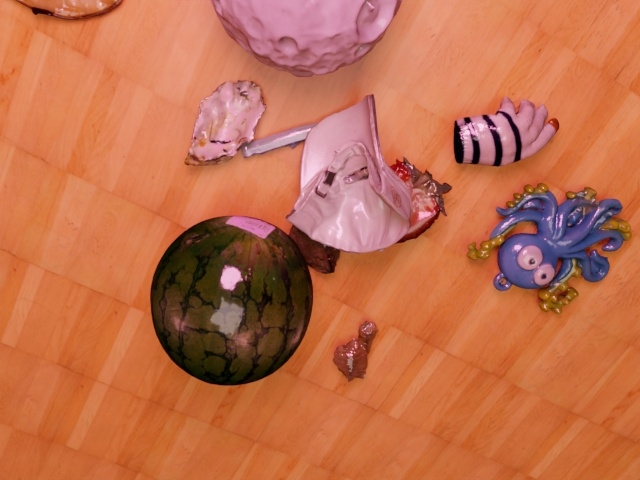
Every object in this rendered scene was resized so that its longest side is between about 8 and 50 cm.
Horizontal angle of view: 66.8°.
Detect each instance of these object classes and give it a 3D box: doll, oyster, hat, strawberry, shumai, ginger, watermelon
[{"bbox_3d":[0.555,0.019,1.140,0.341,0.099,0.346,-39,111,14],"label":"doll"},{"bbox_3d":[-0.194,-0.240,1.027,0.133,0.072,0.209,19,90,-3],"label":"oyster"},{"bbox_3d":[0.077,-0.135,0.985,0.168,0.258,0.301,16,71,-42],"label":"hat"},{"bbox_3d":[0.171,-0.063,1.088,0.174,0.098,0.228,33,109,-3],"label":"strawberry"},{"bbox_3d":[-0.002,0.012,1.129,0.123,0.105,0.139,2,107,44],"label":"shumai"},{"bbox_3d":[0.085,0.277,1.240,0.096,0.067,0.165,14,97,-8],"label":"ginger"},{"bbox_3d":[-0.186,0.128,1.028,0.363,0.363,0.363,-1,111,-2],"label":"watermelon"}]

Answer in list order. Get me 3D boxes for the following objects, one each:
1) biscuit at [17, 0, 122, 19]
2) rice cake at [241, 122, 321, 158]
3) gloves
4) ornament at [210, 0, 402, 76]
[{"bbox_3d":[-0.498,-0.521,0.915,0.260,0.041,0.203,24,105,-12],"label":"biscuit"},{"bbox_3d":[-0.084,-0.215,1.055,0.180,0.030,0.042,-16,103,3],"label":"rice cake"},{"bbox_3d":[0.396,-0.223,1.026,0.218,0.131,0.140,-6,114,9],"label":"gloves"},{"bbox_3d":[-0.014,-0.442,0.800,0.337,0.337,0.337,-1,111,-2],"label":"ornament"}]
